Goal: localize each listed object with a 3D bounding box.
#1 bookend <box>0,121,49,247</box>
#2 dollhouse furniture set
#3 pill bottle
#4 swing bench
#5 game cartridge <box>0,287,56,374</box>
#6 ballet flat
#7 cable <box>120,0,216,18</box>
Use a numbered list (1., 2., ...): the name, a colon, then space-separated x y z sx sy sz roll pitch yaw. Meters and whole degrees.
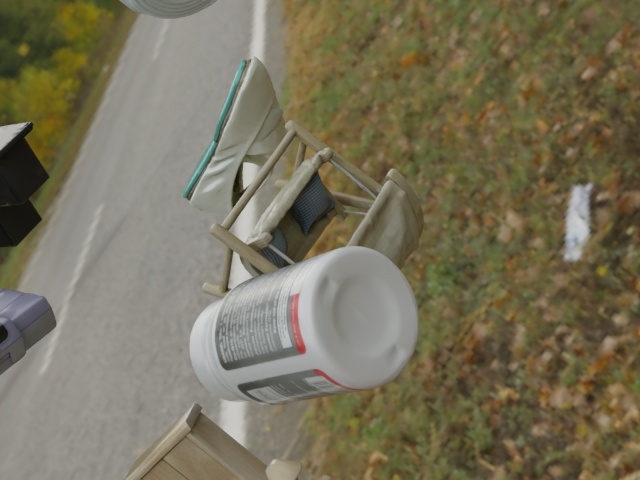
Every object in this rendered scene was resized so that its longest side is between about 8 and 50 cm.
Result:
1. bookend: -0.407 -0.064 1.503 0.157 0.156 0.072 -5 36 36
2. dollhouse furniture set: -0.150 0.346 1.142 0.303 0.174 0.355 -46 8 24
3. pill bottle: -0.029 0.110 1.381 0.283 0.161 0.161 -19 39 52
4. swing bench: 0.000 0.000 1.708 0.253 0.255 0.165 -58 -11 -36
5. game cartridge: -0.491 0.160 1.293 0.230 0.068 0.355 1 32 39
6. ballet flat: -0.130 -0.169 2.013 0.400 0.139 0.139 -57 8 53
7. cable: -0.257 -0.508 2.029 0.257 0.257 0.089 -46 54 -8
